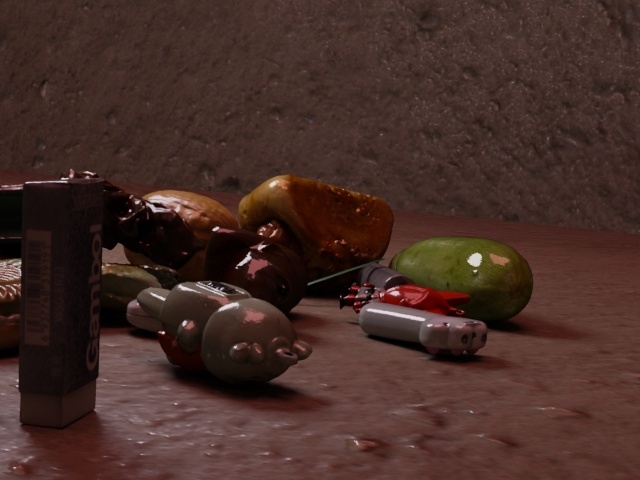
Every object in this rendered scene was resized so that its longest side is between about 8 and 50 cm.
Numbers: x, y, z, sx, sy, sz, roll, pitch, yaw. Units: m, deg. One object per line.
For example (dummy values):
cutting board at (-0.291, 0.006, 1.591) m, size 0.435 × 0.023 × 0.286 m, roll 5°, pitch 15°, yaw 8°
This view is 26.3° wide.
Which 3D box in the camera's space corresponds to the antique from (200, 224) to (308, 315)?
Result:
antique at (-0.087, 0.051, 1.794) m, size 0.143 × 0.121 × 0.257 m, roll 13°, pitch -1°, yaw -1°

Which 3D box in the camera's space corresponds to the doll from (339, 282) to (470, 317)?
doll at (0.112, 0.084, 1.845) m, size 0.169 × 0.057 × 0.109 m, roll 13°, pitch 23°, yaw 10°

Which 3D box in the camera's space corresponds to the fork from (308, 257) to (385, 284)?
fork at (-0.007, 0.065, 1.982) m, size 0.235 × 0.021 × 0.039 m, roll -15°, pitch 17°, yaw -21°

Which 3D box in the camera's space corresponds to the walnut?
walnut at (-0.215, -0.003, 2.060) m, size 0.180 × 0.144 × 0.144 m, roll 14°, pitch 8°, yaw 11°

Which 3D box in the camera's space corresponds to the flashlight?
flashlight at (0.121, 0.110, 1.697) m, size 0.093 × 0.047 × 0.200 m, roll 0°, pitch 5°, yaw -38°

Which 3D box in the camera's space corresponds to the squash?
squash at (0.191, 0.047, 2.026) m, size 0.118 × 0.118 × 0.370 m, roll 2°, pitch 4°, yaw -24°

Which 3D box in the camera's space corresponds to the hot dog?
hot dog at (0.000, 0.000, 2.121) m, size 0.256 × 0.153 × 0.150 m, roll 13°, pitch -30°, yaw -39°

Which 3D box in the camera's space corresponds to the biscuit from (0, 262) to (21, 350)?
biscuit at (-0.419, 0.069, 1.528) m, size 0.259 × 0.079 × 0.259 m, roll 4°, pitch 6°, yaw 0°

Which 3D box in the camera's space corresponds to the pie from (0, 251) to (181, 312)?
pie at (-0.329, 0.054, 1.781) m, size 0.302 × 0.067 × 0.302 m, roll 4°, pitch 1°, yaw 0°

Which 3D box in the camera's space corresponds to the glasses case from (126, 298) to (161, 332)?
glasses case at (-0.137, 0.094, 1.641) m, size 0.193 × 0.049 × 0.074 m, roll 5°, pitch 6°, yaw 14°

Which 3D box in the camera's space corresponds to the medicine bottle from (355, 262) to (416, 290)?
medicine bottle at (0.104, 0.072, 1.981) m, size 0.057 × 0.058 × 0.199 m, roll 3°, pitch 5°, yaw -16°

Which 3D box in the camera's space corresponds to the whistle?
whistle at (-0.109, 0.093, 1.431) m, size 0.253 × 0.106 × 0.102 m, roll 20°, pitch -15°, yaw 45°

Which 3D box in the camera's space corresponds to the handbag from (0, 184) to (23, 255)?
handbag at (-0.531, -0.010, 1.911) m, size 0.326 × 0.089 × 0.238 m, roll -4°, pitch -8°, yaw -13°

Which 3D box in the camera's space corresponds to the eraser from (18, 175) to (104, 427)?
eraser at (-0.228, 0.051, 1.205) m, size 0.046 × 0.212 × 0.092 m, roll 4°, pitch 5°, yaw 10°

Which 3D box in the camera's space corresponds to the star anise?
star anise at (-0.273, -0.023, 1.914) m, size 0.214 × 0.099 × 0.220 m, roll 36°, pitch -9°, yaw -24°
